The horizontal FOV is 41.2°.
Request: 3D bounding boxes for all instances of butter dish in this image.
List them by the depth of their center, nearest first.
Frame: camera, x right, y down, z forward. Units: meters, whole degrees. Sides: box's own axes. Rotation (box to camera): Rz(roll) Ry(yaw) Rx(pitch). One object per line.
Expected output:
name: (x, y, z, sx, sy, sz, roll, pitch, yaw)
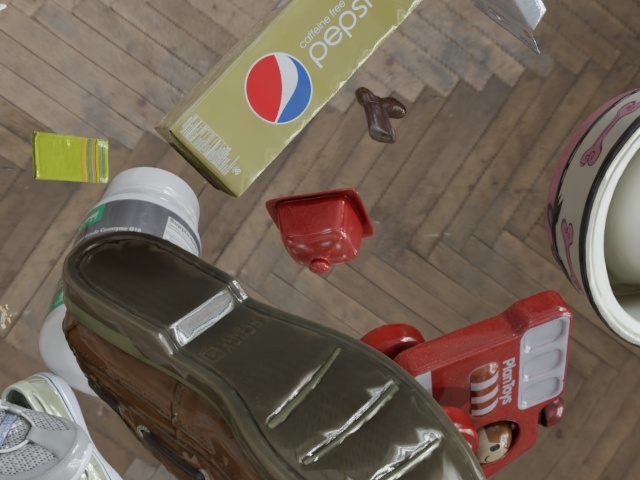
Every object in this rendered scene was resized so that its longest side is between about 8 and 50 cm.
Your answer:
butter dish: (0.000, 0.000, 1.406, 0.160, 0.160, 0.118, -7, 58, 15)

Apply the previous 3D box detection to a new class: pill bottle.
pill bottle: (-0.301, 0.055, 1.354, 0.204, 0.361, 0.204, 1, 129, 1)

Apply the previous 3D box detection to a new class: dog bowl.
dog bowl: (0.519, -0.051, 1.275, 0.407, 0.150, 0.408, -8, 112, -20)

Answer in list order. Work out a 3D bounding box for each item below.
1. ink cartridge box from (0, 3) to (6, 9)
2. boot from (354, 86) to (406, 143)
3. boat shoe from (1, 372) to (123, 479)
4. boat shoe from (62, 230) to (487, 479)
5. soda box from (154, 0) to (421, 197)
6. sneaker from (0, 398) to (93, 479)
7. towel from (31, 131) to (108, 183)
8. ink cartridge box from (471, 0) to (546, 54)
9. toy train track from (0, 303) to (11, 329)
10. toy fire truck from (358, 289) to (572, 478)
ink cartridge box: (-0.411, -0.178, 0.858, 0.115, 0.198, 0.067, 12, 130, 16)
boot: (0.107, -0.186, 1.344, 0.106, 0.114, 0.037, 16, 127, -31)
boat shoe: (-0.353, 0.326, 1.174, 0.109, 0.094, 0.302, -36, 78, 18)
boat shoe: (-0.035, 0.107, 0.508, 0.110, 0.307, 0.105, -25, 138, -41)
soda box: (-0.017, -0.112, 0.522, 0.181, 0.061, 0.058, -47, 110, -7)
sneaker: (-0.349, 0.169, 0.773, 0.281, 0.105, 0.115, 10, 126, -5)
towel: (-0.542, -0.179, 1.862, 0.021, 0.237, 0.102, -4, 90, 23)
ink cartridge box: (0.267, -0.427, 1.356, 0.045, 0.223, 0.224, -39, 134, 6)
toy train track: (-0.581, 0.139, 1.569, 0.014, 0.083, 0.048, -27, 117, -3)
toy fire truck: (0.186, 0.209, 1.034, 0.253, 0.169, 0.302, -19, 133, -7)
